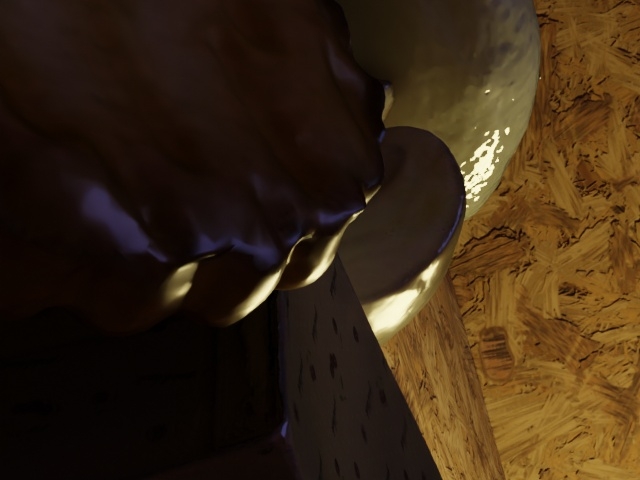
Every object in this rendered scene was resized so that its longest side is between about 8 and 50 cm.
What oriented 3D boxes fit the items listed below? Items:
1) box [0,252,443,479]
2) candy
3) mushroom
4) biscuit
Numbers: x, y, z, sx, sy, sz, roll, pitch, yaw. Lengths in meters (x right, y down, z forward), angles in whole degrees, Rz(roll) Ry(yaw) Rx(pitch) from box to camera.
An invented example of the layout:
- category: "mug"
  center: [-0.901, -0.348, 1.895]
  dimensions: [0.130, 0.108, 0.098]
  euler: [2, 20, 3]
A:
- category: "box"
  center: [-0.052, 0.141, 0.941]
  dimensions: [0.225, 0.190, 0.297]
  euler: [-94, 163, -51]
- category: "candy"
  center: [0.012, -0.183, 1.514]
  dimensions: [0.386, 0.186, 0.427]
  euler: [51, -26, 6]
- category: "mushroom"
  center: [0.025, 0.012, 1.354]
  dimensions: [0.162, 0.173, 0.236]
  euler: [77, 28, -51]
- category: "biscuit"
  center: [-0.125, -0.087, 0.804]
  dimensions: [0.326, 0.107, 0.325]
  euler: [23, 40, -21]
